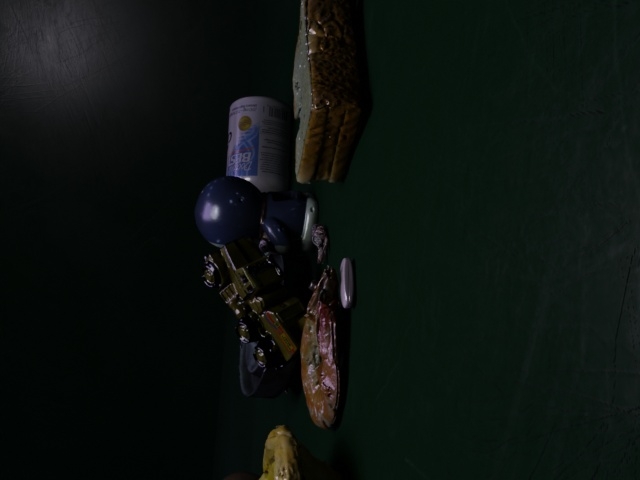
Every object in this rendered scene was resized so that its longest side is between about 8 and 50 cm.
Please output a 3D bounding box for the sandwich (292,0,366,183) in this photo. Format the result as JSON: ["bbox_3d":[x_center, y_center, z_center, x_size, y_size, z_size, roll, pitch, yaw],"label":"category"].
[{"bbox_3d":[0.008,-0.257,1.534,0.249,0.095,0.273,104,165,-58],"label":"sandwich"}]

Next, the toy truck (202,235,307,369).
[{"bbox_3d":[-0.105,0.105,1.665,0.257,0.127,0.127,53,140,14],"label":"toy truck"}]

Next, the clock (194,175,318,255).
[{"bbox_3d":[-0.134,-0.051,1.815,0.199,0.243,0.147,-106,24,-67],"label":"clock"}]

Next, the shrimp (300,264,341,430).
[{"bbox_3d":[0.007,0.177,1.463,0.154,0.062,0.294,-128,34,-62],"label":"shrimp"}]

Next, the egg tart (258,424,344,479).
[{"bbox_3d":[-0.033,0.455,1.373,0.345,0.132,0.345,-175,90,-79],"label":"egg tart"}]

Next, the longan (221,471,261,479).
[{"bbox_3d":[-0.191,0.642,2.111,0.189,0.189,0.189,-176,90,-80],"label":"longan"}]

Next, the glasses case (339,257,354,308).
[{"bbox_3d":[0.042,0.067,1.418,0.032,0.021,0.083,112,159,-59],"label":"glasses case"}]

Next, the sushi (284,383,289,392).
[{"bbox_3d":[-0.089,0.309,1.972,0.099,0.050,0.047,-77,-12,-77],"label":"sushi"}]

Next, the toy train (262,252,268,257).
[{"bbox_3d":[-0.127,0.091,2.154,0.157,0.105,0.253,-76,-2,-56],"label":"toy train"}]

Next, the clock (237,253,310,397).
[{"bbox_3d":[-0.102,0.178,1.897,0.319,0.066,0.319,-167,90,-74],"label":"clock"}]

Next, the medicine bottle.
[{"bbox_3d":[-0.153,-0.197,2.200,0.157,0.157,0.289,132,141,-73],"label":"medicine bottle"}]

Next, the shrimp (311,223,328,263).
[{"bbox_3d":[0.001,0.000,1.658,0.038,0.029,0.092,119,149,-48],"label":"shrimp"}]
